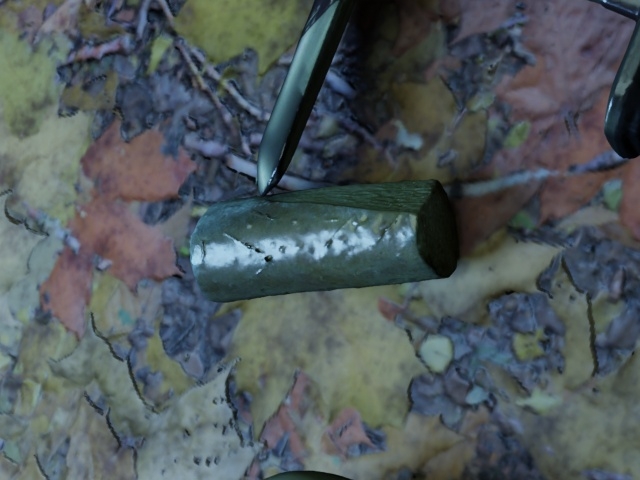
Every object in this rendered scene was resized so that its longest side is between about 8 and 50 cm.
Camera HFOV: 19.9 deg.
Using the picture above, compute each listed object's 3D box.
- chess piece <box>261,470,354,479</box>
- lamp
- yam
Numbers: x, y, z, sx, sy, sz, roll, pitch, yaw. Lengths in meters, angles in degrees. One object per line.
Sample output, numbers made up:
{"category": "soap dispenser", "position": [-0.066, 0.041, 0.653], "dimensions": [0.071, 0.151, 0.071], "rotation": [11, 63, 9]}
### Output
{"category": "chess piece", "position": [-0.041, 0.293, 1.055], "dimensions": [0.182, 0.182, 0.330], "rotation": [16, 84, 32]}
{"category": "lamp", "position": [0.078, -0.098, 1.068], "dimensions": [0.283, 0.124, 0.203], "rotation": [17, 85, 32]}
{"category": "yam", "position": [0.000, 0.000, 1.137], "dimensions": [0.169, 0.068, 0.068], "rotation": [-8, 77, 29]}
